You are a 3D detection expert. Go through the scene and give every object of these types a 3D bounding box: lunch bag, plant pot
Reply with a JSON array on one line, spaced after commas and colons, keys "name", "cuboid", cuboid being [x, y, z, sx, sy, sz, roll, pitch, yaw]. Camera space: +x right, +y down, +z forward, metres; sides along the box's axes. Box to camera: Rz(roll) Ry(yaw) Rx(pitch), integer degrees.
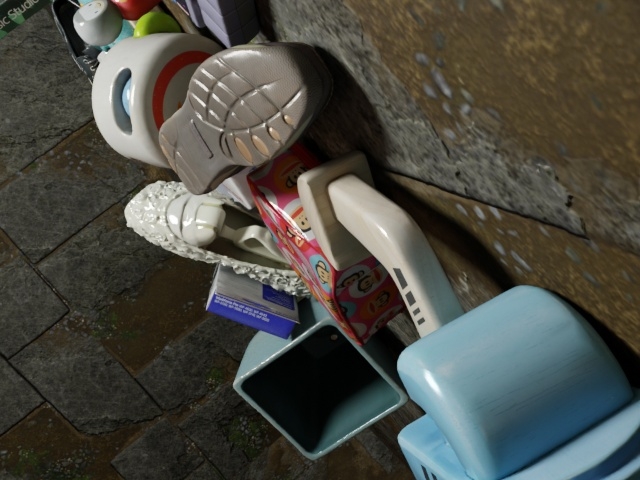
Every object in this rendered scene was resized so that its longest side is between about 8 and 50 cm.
[{"name": "lunch bag", "cuboid": [0.000, 0.000, 1.153, 0.258, 0.120, 0.293, 46, 170, 29]}, {"name": "plant pot", "cuboid": [0.003, 0.233, 1.607, 0.247, 0.247, 0.252, 48, -162, -20]}]

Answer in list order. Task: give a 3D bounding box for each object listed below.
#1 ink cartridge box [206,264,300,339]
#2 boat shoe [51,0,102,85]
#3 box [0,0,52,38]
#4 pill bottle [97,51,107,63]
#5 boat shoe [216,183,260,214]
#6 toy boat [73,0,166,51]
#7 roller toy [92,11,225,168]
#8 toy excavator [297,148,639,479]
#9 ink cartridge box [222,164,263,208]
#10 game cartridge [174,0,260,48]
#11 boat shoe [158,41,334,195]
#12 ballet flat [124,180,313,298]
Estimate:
[{"name": "ink cartridge box", "cuboid": [-0.129, 0.105, 1.524, 0.165, 0.065, 0.333, 21, -170, -8]}, {"name": "boat shoe", "cuboid": [-0.531, -0.454, 1.884, 0.340, 0.127, 0.113, 58, -176, 13]}, {"name": "box", "cuboid": [-0.553, -0.460, 1.388, 0.232, 0.322, 0.058, 43, 170, 37]}, {"name": "pill bottle", "cuboid": [-0.393, -0.340, 1.725, 0.194, 0.108, 0.108, 53, 170, -7]}, {"name": "boat shoe", "cuboid": [-0.162, -0.084, 1.710, 0.084, 0.095, 0.258, 50, -179, -20]}, {"name": "toy boat", "cuboid": [-0.310, -0.334, 1.255, 0.267, 0.148, 0.318, 52, 170, -6]}, {"name": "roller toy", "cuboid": [-0.209, -0.197, 1.130, 0.146, 0.191, 0.209, 14, 152, 43]}, {"name": "toy excavator", "cuboid": [0.144, 0.107, 0.783, 0.445, 0.222, 0.433, 66, 169, -6]}, {"name": "ink cartridge box", "cuboid": [-0.168, -0.166, 1.418, 0.191, 0.082, 0.139, 55, 170, -32]}, {"name": "game cartridge", "cuboid": [-0.205, -0.386, 0.873, 0.355, 0.068, 0.230, 48, 166, 16]}, {"name": "boat shoe", "cuboid": [-0.080, -0.158, 0.941, 0.355, 0.130, 0.132, -14, 107, 59]}, {"name": "ballet flat", "cuboid": [-0.154, -0.017, 1.460, 0.408, 0.147, 0.147, 20, 174, -10]}]
